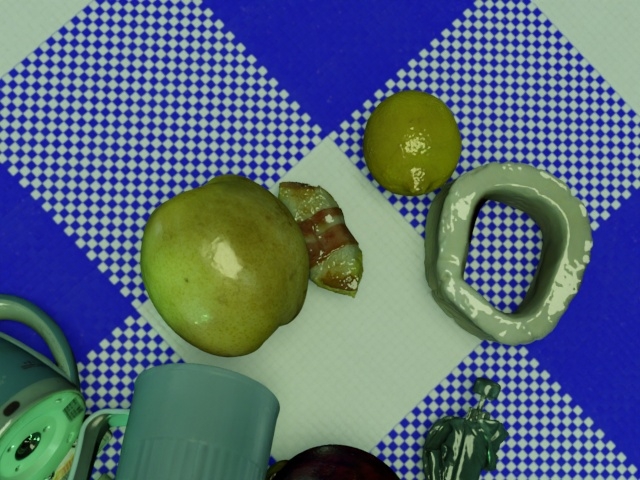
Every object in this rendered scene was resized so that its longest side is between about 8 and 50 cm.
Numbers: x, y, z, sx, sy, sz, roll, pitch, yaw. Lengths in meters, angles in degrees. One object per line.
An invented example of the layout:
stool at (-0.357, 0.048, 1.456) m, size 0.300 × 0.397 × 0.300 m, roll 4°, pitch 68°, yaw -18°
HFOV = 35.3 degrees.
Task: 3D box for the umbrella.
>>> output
umbrella at (0.255, 0.422, 1.884) m, size 0.143 × 0.094 × 0.349 m, roll 20°, pitch 88°, yaw -22°

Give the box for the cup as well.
cup at (-0.251, 0.394, 1.691) m, size 0.331 × 0.257 × 0.311 m, roll 16°, pitch 55°, yaw -11°

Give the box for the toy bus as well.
toy bus at (-0.456, 0.398, 1.834) m, size 0.072 × 0.057 × 0.172 m, roll 41°, pitch 81°, yaw -10°

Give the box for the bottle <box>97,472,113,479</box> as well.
bottle at (-0.343, 0.515, 1.824) m, size 0.201 × 0.072 × 0.072 m, roll 44°, pitch 82°, yaw 1°

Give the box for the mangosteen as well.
mangosteen at (-0.009, 0.500, 1.756) m, size 0.359 × 0.306 × 0.306 m, roll 15°, pitch 82°, yaw 16°

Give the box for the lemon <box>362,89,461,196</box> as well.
lemon at (0.172, -0.185, 1.900) m, size 0.186 × 0.187 × 0.244 m, roll 6°, pitch 52°, yaw -5°

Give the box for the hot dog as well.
hot dog at (0.004, 0.001, 1.907) m, size 0.123 × 0.093 × 0.262 m, roll -22°, pitch 71°, yaw 1°

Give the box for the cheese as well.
cheese at (0.341, 0.028, 1.908) m, size 0.292 × 0.153 × 0.332 m, roll 16°, pitch 81°, yaw -4°

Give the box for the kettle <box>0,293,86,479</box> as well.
kettle at (-0.589, 0.243, 1.762) m, size 0.342 × 0.247 × 0.319 m, roll 34°, pitch 57°, yaw 21°

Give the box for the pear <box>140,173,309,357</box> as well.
pear at (-0.166, 0.040, 1.784) m, size 0.314 × 0.314 × 0.314 m, roll 1°, pitch 84°, yaw -6°
